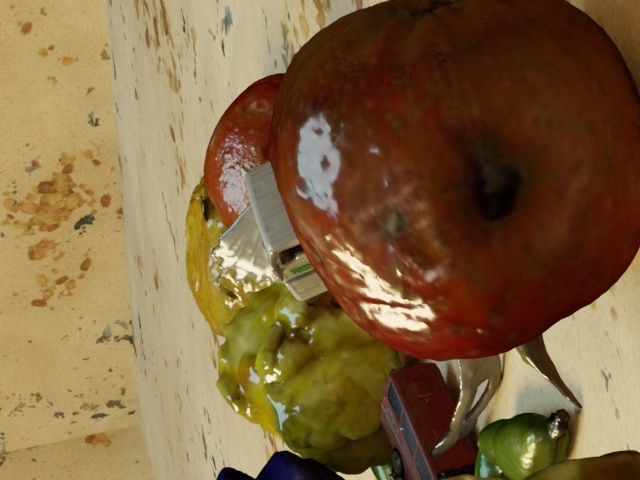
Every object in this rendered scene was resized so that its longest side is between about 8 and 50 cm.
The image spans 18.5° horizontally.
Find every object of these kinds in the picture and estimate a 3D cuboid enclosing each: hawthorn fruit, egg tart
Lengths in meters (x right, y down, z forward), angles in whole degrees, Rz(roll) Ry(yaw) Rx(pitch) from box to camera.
[{"bbox_3d":[-0.027,-0.094,1.994,0.179,0.179,0.200,-120,40,-57],"label":"hawthorn fruit"},{"bbox_3d":[0.089,-0.047,1.300,0.258,0.258,0.262,-114,13,-47],"label":"hawthorn fruit"},{"bbox_3d":[-0.077,-0.010,2.328,0.351,0.153,0.339,-131,35,-67],"label":"egg tart"}]

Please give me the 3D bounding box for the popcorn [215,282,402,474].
[{"bbox_3d":[0.012,0.125,2.007,0.203,0.200,0.226,-55,29,10],"label":"popcorn"}]

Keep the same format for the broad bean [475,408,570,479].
[{"bbox_3d":[0.164,0.173,1.620,0.213,0.048,0.070,113,144,-70],"label":"broad bean"}]

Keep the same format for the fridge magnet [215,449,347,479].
[{"bbox_3d":[0.014,0.294,1.890,0.265,0.113,0.265,36,178,1],"label":"fridge magnet"}]

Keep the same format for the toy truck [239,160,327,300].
[{"bbox_3d":[0.064,-0.047,1.480,0.125,0.242,0.101,50,-161,-61],"label":"toy truck"}]

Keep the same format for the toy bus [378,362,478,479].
[{"bbox_3d":[0.118,0.225,1.823,0.096,0.073,0.235,93,160,-46],"label":"toy bus"}]

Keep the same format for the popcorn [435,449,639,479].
[{"bbox_3d":[0.152,0.274,1.136,0.326,0.321,0.290,-85,-8,-62],"label":"popcorn"}]

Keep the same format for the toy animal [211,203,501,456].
[{"bbox_3d":[0.094,0.033,1.659,0.284,0.225,0.302,60,154,2],"label":"toy animal"}]

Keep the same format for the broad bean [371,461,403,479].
[{"bbox_3d":[0.051,0.196,2.158,0.254,0.046,0.065,-118,8,-50],"label":"broad bean"}]
